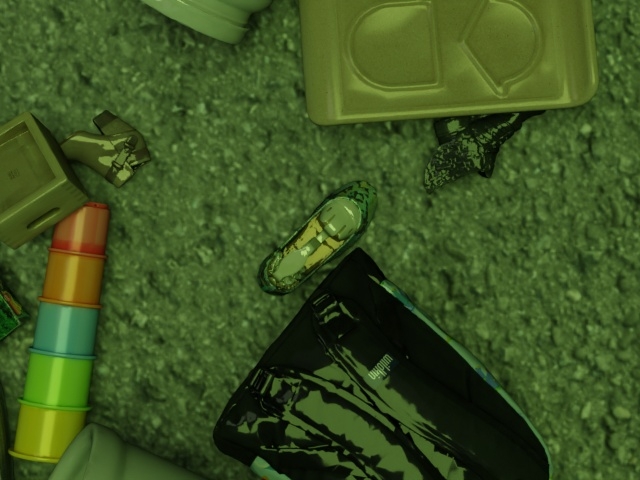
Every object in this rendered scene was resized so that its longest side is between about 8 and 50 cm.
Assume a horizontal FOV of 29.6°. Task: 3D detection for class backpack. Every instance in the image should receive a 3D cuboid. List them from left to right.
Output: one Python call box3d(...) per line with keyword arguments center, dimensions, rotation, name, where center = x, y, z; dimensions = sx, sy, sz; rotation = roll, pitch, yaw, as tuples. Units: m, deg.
box3d(center=(0.099, 0.235, 1.412), dimensions=(0.356, 0.273, 0.290), rotation=(33, 75, 14), name="backpack")

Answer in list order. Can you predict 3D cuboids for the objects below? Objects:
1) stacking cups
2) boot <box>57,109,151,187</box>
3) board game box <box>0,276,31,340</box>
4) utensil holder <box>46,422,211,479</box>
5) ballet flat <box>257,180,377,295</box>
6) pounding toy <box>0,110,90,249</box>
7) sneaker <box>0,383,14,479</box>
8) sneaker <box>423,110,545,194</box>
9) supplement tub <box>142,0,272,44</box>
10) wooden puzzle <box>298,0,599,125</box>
box3d(center=(-0.316, 0.107, 1.473), dimensions=(0.096, 0.096, 0.316), rotation=(5, 88, -1), name="stacking cups")
box3d(center=(-0.273, -0.101, 1.498), dimensions=(0.118, 0.042, 0.087), rotation=(-38, 93, 0), name="boot")
box3d(center=(-0.478, 0.028, 1.478), dimensions=(0.136, 0.030, 0.259), rotation=(-37, 90, 20), name="board game box")
box3d(center=(-0.147, 0.423, 1.333), dimensions=(0.386, 0.327, 0.327), rotation=(26, 89, -14), name="utensil holder")
box3d(center=(0.000, 0.000, 1.490), dimensions=(0.070, 0.070, 0.188), rotation=(44, 89, -1), name="ballet flat")
box3d(center=(-0.367, -0.065, 1.445), dimensions=(0.141, 0.100, 0.130), rotation=(-33, 67, 1), name="pounding toy")
box3d(center=(-0.459, 0.306, 1.462), dimensions=(0.169, 0.108, 0.292), rotation=(-2, 91, -4), name="sneaker")
box3d(center=(0.204, -0.118, 1.503), dimensions=(0.170, 0.051, 0.089), rotation=(-13, 90, 4), name="sneaker")
box3d(center=(-0.105, -0.387, 1.408), dimensions=(0.191, 0.191, 0.272), rotation=(29, 103, -1), name="supplement tub")
box3d(center=(0.147, -0.304, 1.479), dimensions=(0.348, 0.080, 0.322), rotation=(-5, 83, 4), name="wooden puzzle")
